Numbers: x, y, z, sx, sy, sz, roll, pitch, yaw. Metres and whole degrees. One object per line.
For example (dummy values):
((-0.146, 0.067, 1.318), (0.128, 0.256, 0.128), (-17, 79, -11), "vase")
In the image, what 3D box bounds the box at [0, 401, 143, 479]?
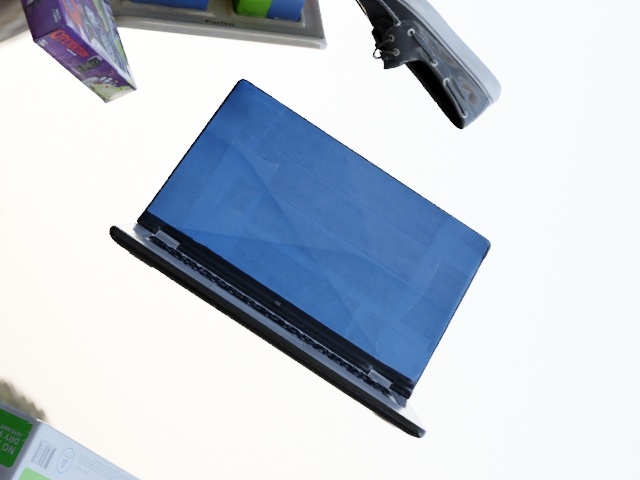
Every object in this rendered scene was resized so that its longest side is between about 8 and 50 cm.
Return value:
((-0.282, 0.276, 1.403), (0.126, 0.231, 0.262), (21, -13, 25), "box")

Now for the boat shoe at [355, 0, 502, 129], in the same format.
((0.097, -0.208, 1.718), (0.228, 0.076, 0.080), (43, -13, -21), "boat shoe")

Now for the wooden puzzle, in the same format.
((-0.158, -0.420, 2.292), (0.080, 0.322, 0.348), (111, -24, -45), "wooden puzzle")

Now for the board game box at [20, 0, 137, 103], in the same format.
((-0.299, -0.336, 1.715), (0.347, 0.056, 0.208), (70, 12, 17), "board game box")

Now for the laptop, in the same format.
((0.000, 0.000, 1.790), (0.382, 0.236, 0.408), (33, 0, -2), "laptop")
